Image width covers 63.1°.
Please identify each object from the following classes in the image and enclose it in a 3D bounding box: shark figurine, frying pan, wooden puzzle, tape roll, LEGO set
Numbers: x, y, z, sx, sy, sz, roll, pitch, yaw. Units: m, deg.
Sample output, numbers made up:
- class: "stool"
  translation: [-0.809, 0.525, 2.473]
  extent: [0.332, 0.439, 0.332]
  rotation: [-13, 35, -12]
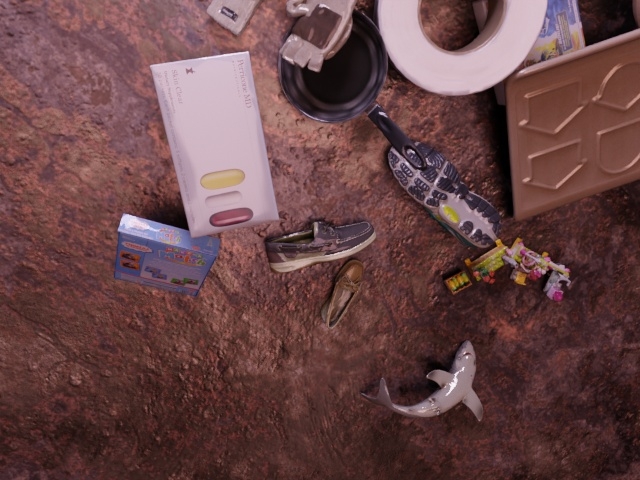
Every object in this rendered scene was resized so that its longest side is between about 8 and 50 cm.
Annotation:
- class: "shark figurine"
  translation: [0.247, 0.357, 1.188]
  extent: [0.278, 0.116, 0.166]
  rotation: [-19, 77, -14]
- class: "frying pan"
  translation: [0.079, -0.279, 0.911]
  extent: [0.326, 0.053, 0.197]
  rotation: [26, 110, 7]
- class: "wooden puzzle"
  translation: [0.517, -0.229, 1.035]
  extent: [0.321, 0.081, 0.348]
  rotation: [-19, 128, 0]
- class: "tape roll"
  translation: [0.237, -0.403, 0.908]
  extent: [0.286, 0.100, 0.286]
  rotation: [1, 111, 1]
- class: "LEGO set"
  translation: [0.420, 0.071, 1.124]
  extent: [0.286, 0.107, 0.132]
  rotation: [2, 107, -13]

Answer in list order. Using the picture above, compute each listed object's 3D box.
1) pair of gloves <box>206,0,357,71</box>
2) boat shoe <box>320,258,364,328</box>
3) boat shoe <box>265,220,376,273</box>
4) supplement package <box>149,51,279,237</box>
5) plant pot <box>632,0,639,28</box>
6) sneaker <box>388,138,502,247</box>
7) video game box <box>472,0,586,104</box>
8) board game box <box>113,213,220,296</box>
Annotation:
- class: "pair of gloves"
  translation: [-0.049, -0.414, 0.874]
  extent: [0.240, 0.042, 0.204]
  rotation: [28, 103, 4]
- class: "boat shoe"
  translation: [0.049, 0.113, 1.089]
  extent: [0.056, 0.048, 0.153]
  rotation: [27, 100, -19]
- class: "boat shoe"
  translation: [-0.001, 0.000, 1.026]
  extent: [0.223, 0.080, 0.074]
  rotation: [-18, 115, -1]
- class: "supplement package"
  translation: [-0.171, -0.166, 0.870]
  extent: [0.145, 0.204, 0.262]
  rotation: [-13, 109, -9]
- class: "plant pot"
  translation: [0.693, -0.474, 1.008]
  extent: [0.237, 0.110, 0.238]
  rotation: [-4, 107, -12]
- class: "sneaker"
  translation: [0.231, -0.082, 1.037]
  extent: [0.275, 0.110, 0.107]
  rotation: [46, 76, -4]
- class: "video game box"
  translation: [0.409, -0.394, 1.007]
  extent: [0.187, 0.048, 0.205]
  rotation: [-24, 111, -1]
- class: "board game box"
  translation: [-0.278, 0.035, 0.925]
  extent: [0.160, 0.211, 0.039]
  rotation: [16, 61, -16]
